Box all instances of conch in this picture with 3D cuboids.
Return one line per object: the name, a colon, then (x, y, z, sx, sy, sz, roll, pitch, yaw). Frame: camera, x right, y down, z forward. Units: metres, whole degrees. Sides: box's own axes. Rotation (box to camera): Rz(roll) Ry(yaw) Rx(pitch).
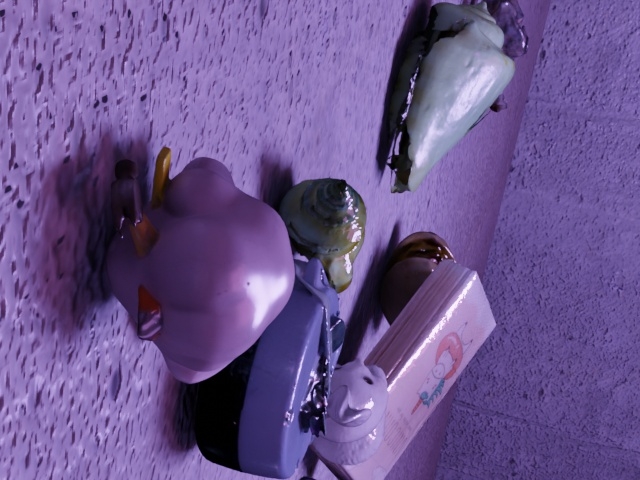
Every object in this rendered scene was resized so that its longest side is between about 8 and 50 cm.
conch: (0.003, -0.003, 0.891, 0.200, 0.080, 0.095, 82, -3, -57)
conch: (0.144, -0.188, 1.217, 0.250, 0.137, 0.143, -53, -170, -7)

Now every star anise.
star anise: (0.272, -0.290, 1.562, 0.198, 0.111, 0.257, -58, 165, -47)

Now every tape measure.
tape measure: (-0.038, 0.112, 0.834, 0.182, 0.107, 0.181, 83, 20, -63)

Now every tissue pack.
tissue pack: (0.120, 0.194, 1.357, 0.325, 0.071, 0.170, -51, 145, -17)

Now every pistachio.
pistachio: (0.155, 0.080, 1.497, 0.129, 0.131, 0.206, -87, 167, -49)

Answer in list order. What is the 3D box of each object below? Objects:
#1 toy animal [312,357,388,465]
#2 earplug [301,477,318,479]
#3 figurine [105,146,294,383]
toy animal: (0.024, 0.183, 1.143, 0.221, 0.104, 0.130, 73, 37, -66)
earplug: (0.157, 0.476, 1.273, 0.215, 0.456, 0.215, 13, 90, -77)
figurine: (-0.071, 0.022, 0.615, 0.229, 0.112, 0.137, 77, 26, -82)
